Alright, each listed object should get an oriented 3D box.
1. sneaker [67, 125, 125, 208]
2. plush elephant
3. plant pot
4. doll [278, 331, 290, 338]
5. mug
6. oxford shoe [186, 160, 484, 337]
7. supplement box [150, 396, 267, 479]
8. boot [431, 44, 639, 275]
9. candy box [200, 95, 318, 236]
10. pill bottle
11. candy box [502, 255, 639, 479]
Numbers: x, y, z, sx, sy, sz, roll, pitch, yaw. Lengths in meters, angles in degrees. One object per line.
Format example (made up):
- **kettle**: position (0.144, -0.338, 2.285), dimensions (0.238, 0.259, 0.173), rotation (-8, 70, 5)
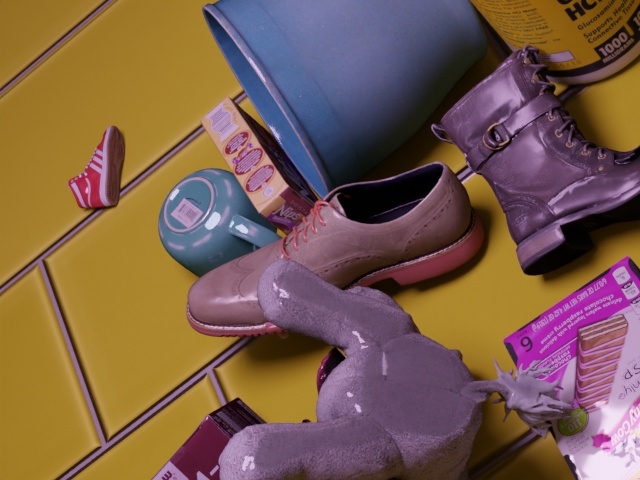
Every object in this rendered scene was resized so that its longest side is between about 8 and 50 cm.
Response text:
- **sneaker**: position (-0.302, -0.097, 2.154), dimensions (0.067, 0.042, 0.118), rotation (-11, 61, 27)
- **plush elephant**: position (0.060, 0.202, 1.593), dimensions (0.330, 0.255, 0.271), rotation (6, 51, -6)
- **plant pot**: position (0.042, -0.223, 1.854), dimensions (0.255, 0.271, 0.271), rotation (-33, 48, -5)
- **doll**: position (-0.003, 0.063, 1.847), dimensions (0.189, 0.046, 0.129), rotation (23, 68, 39)
- **mug**: position (-0.122, -0.027, 1.948), dimensions (0.158, 0.097, 0.129), rotation (-19, 55, 26)
- **oxford shoe**: position (0.000, 0.000, 1.775), dimensions (0.348, 0.130, 0.123), rotation (-22, 42, 4)
- **supplement box**: position (-0.119, 0.244, 1.703), dimensions (0.073, 0.239, 0.130), rotation (42, 93, 5)
- **boot**: position (0.260, -0.112, 1.696), dimensions (0.263, 0.091, 0.229), rotation (-31, 66, 19)
- **candy box**: position (-0.065, -0.081, 1.933), dimensions (0.053, 0.109, 0.186), rotation (-42, 48, 7)
- **pill bottle**: position (0.227, -0.323, 1.712), dimensions (0.188, 0.334, 0.188), rotation (-17, 56, 27)
- **candy box**: position (0.299, 0.152, 1.566), dimensions (0.159, 0.071, 0.233), rotation (-36, 50, 13)
